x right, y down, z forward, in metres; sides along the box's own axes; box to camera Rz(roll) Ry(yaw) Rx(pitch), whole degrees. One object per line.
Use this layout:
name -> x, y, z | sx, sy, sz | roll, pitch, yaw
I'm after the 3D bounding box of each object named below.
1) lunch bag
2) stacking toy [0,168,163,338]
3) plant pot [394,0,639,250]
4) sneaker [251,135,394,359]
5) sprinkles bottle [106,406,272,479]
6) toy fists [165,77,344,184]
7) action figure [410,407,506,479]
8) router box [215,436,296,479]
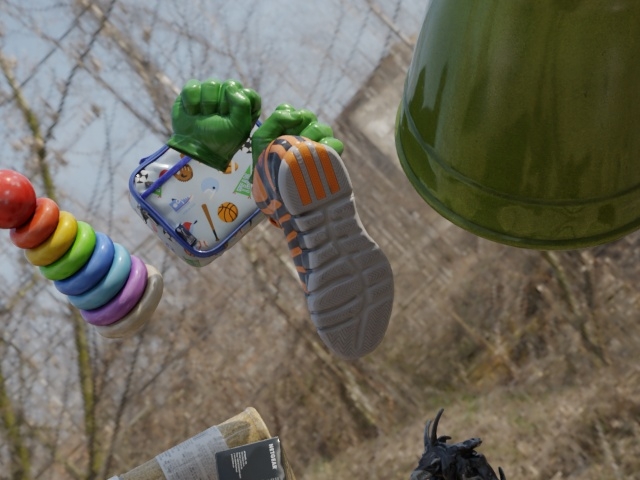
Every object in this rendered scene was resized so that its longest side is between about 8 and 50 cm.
lunch bag -> -0.213, -0.111, 1.945 | 0.303, 0.243, 0.115 | -42, -3, -19
stacking toy -> -0.396, 0.011, 1.579 | 0.141, 0.330, 0.141 | -25, 40, 23
plant pot -> 0.265, -0.239, 1.145 | 0.366, 0.366, 0.353 | -44, -29, -25
sneaker -> 0.000, 0.000, 1.418 | 0.125, 0.321, 0.180 | -19, 18, -16
sprinkles bottle -> -0.268, 0.467, 2.059 | 0.355, 0.121, 0.121 | -26, -8, -15
toy fists -> -0.103, -0.165, 1.588 | 0.096, 0.279, 0.142 | 49, -116, -80
action figure -> 0.183, 0.360, 1.303 | 0.141, 0.275, 0.164 | -18, -22, -33
router box -> -0.037, 0.416, 1.138 | 0.081, 0.308, 0.243 | -14, -41, 1
